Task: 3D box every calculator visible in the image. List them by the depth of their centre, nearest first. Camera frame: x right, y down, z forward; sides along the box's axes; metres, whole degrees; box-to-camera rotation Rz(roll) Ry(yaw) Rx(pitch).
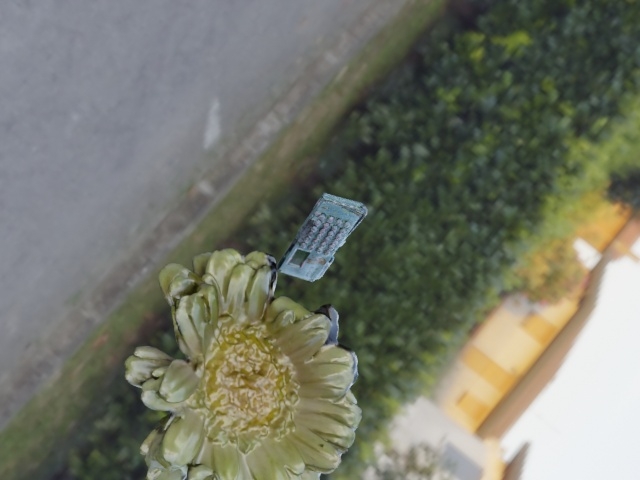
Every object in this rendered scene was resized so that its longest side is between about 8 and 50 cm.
[{"bbox_3d":[0.000,0.000,1.250,0.172,0.057,0.018,126,-21,-55],"label":"calculator"}]

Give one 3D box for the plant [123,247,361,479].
[{"bbox_3d":[-0.080,0.179,1.327,0.297,0.261,0.306,82,11,-71],"label":"plant"}]
